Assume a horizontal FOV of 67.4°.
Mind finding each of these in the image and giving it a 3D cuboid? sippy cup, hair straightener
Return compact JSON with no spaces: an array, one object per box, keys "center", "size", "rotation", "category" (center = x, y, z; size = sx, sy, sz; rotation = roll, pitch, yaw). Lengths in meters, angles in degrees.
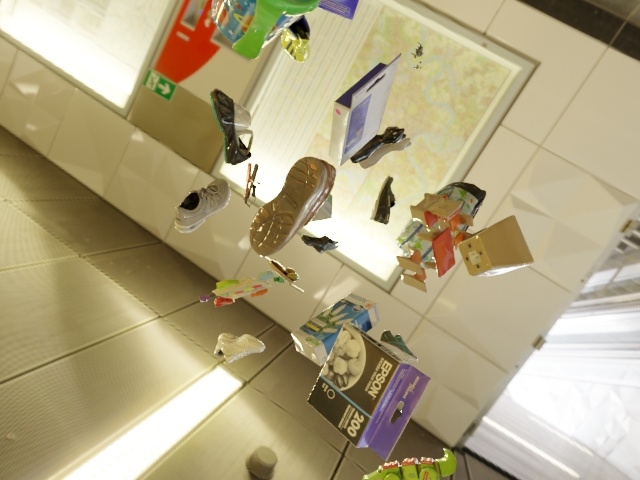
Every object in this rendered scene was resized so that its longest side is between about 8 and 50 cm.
[{"center":[-0.142,-0.579,1.124],"size":[0.240,0.224,0.305],"rotation":[51,-126,-10],"category":"sippy cup"},{"center":[-0.336,-0.276,2.425],"size":[0.089,0.231,0.047],"rotation":[-2,-164,-39],"category":"hair straightener"}]

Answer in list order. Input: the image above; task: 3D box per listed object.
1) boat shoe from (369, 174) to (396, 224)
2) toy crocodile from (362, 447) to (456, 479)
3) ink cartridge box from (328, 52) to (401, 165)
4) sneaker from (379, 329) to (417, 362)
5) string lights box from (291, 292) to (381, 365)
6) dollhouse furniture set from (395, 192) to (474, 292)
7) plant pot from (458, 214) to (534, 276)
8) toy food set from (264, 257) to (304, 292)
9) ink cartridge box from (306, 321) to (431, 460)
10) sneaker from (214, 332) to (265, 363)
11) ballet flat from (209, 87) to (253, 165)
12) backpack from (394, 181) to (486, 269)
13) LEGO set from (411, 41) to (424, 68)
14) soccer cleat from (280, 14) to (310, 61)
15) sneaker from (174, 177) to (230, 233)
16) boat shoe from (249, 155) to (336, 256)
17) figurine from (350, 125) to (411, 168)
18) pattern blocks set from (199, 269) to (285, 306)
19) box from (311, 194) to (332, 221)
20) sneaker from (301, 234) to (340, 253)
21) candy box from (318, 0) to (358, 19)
[{"center":[0.251,-0.155,1.846],"size":[0.079,0.084,0.233],"rotation":[20,-127,2],"category":"boat shoe"},{"center":[0.312,0.818,1.699],"size":[0.115,0.340,0.105],"rotation":[39,-141,-72],"category":"toy crocodile"},{"center":[0.110,-0.355,1.312],"size":[0.069,0.175,0.371],"rotation":[44,166,9],"category":"ink cartridge box"},{"center":[0.252,0.337,1.523],"size":[0.166,0.076,0.065],"rotation":[33,147,-28],"category":"sneaker"},{"center":[0.053,0.277,1.528],"size":[0.259,0.077,0.133],"rotation":[-31,-153,-27],"category":"string lights box"},{"center":[0.360,-0.004,1.435],"size":[0.135,0.262,0.259],"rotation":[25,146,47],"category":"dollhouse furniture set"},{"center":[0.360,0.021,1.016],"size":[0.096,0.109,0.109],"rotation":[-14,-102,-24],"category":"plant pot"},{"center":[-0.129,0.098,1.666],"size":[0.192,0.038,0.132],"rotation":[41,180,26],"category":"toy food set"},{"center":[0.092,0.312,0.994],"size":[0.208,0.206,0.045],"rotation":[31,-168,31],"category":"ink cartridge box"},{"center":[-0.324,0.440,1.909],"size":[0.232,0.115,0.090],"rotation":[-6,135,32],"category":"sneaker"},{"center":[-0.237,-0.315,1.329],"size":[0.096,0.280,0.095],"rotation":[-8,-116,-6],"category":"ballet flat"},{"center":[0.463,-0.053,1.915],"size":[0.273,0.356,0.290],"rotation":[25,160,-6],"category":"backpack"},{"center":[0.325,-0.605,1.573],"size":[0.023,0.054,0.083],"rotation":[21,138,51],"category":"LEGO set"},{"center":[-0.078,-0.694,1.649],"size":[0.121,0.093,0.289],"rotation":[45,176,18],"category":"soccer cleat"},{"center":[-0.419,-0.147,1.738],"size":[0.105,0.115,0.281],"rotation":[20,-132,14],"category":"sneaker"},{"center":[-0.065,-0.076,1.234],"size":[0.116,0.324,0.123],"rotation":[-11,-120,-54],"category":"boat shoe"},{"center":[0.217,-0.337,1.714],"size":[0.215,0.209,0.093],"rotation":[2,-109,-70],"category":"figurine"},{"center":[-0.298,0.180,1.809],"size":[0.285,0.324,0.026],"rotation":[49,-154,-69],"category":"pattern blocks set"},{"center":[-0.026,-0.119,1.504],"size":[0.101,0.087,0.101],"rotation":[-8,154,23],"category":"box"},{"center":[0.000,0.002,2.097],"size":[0.170,0.089,0.051],"rotation":[35,-152,-36],"category":"sneaker"},{"center":[0.029,-0.828,1.350],"size":[0.268,0.317,0.122],"rotation":[-7,-142,-48],"category":"candy box"}]
